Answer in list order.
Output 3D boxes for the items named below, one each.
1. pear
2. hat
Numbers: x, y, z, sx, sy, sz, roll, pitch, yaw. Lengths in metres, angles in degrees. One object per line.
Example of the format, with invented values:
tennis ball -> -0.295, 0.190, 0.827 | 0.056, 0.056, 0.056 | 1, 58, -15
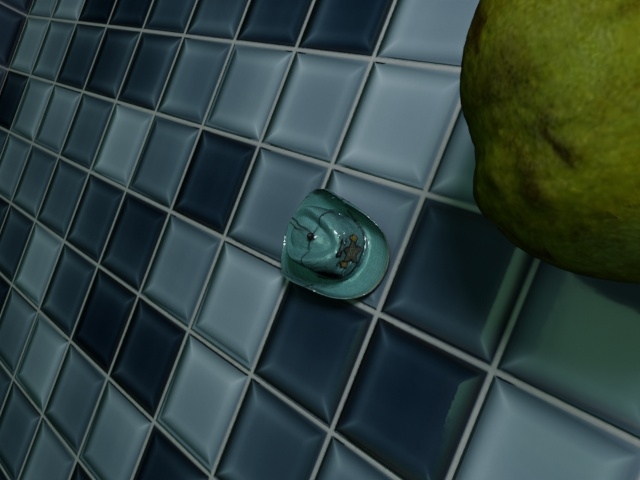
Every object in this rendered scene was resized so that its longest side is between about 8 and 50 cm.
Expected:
pear -> 0.296, -0.143, 0.424 | 0.413, 0.352, 0.352 | -34, 58, 49
hat -> 0.000, 0.000, 0.779 | 0.191, 0.078, 0.138 | 25, 92, 40
